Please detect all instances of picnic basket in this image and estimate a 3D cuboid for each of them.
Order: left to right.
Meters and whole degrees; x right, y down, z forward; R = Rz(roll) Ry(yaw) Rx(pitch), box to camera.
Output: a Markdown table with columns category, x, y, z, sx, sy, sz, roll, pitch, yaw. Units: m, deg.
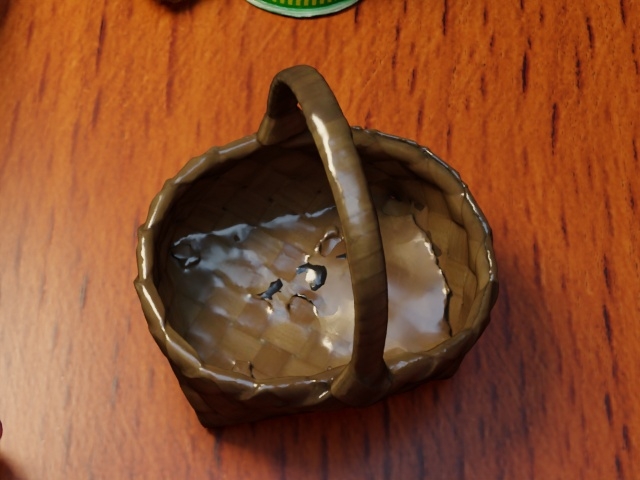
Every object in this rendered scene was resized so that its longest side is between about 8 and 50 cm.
| category | x | y | z | sx | sy | sz | roll | pitch | yaw |
| --- | --- | --- | --- | --- | --- | --- | --- | --- | --- |
| picnic basket | 0.000 | 0.000 | 1.162 | 0.337 | 0.337 | 0.293 | -13 | 65 | -11 |

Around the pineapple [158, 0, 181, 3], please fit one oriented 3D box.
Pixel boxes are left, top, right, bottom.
| category | x | y | z | sx | sy | sz | roll | pitch | yaw |
| --- | --- | --- | --- | --- | --- | --- | --- | --- | --- |
| pineapple | -0.213 | -0.373 | 1.455 | 0.119 | 0.111 | 0.237 | -11 | 51 | -43 |

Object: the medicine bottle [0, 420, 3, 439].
| category | x | y | z | sx | sy | sz | roll | pitch | yaw |
| --- | --- | --- | --- | --- | --- | --- | --- | --- | --- |
| medicine bottle | -0.385 | 0.240 | 1.099 | 0.152 | 0.152 | 0.254 | 18 | 64 | 4 |

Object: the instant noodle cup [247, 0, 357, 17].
| category | x | y | z | sx | sy | sz | roll | pitch | yaw |
| --- | --- | --- | --- | --- | --- | --- | --- | --- | --- |
| instant noodle cup | -0.019 | -0.390 | 1.402 | 0.207 | 0.232 | 0.207 | 2 | 64 | -3 |
